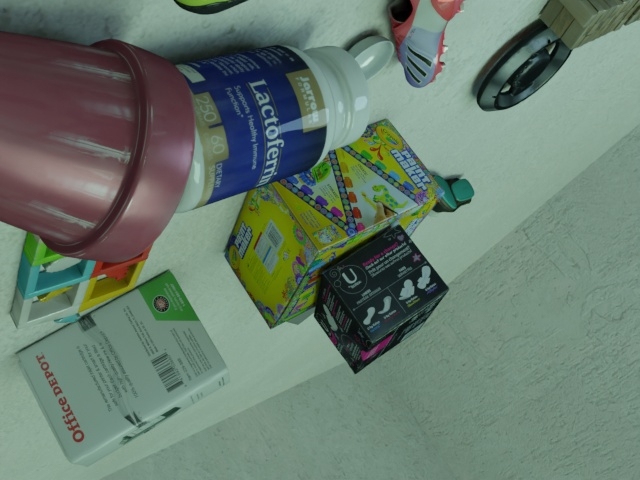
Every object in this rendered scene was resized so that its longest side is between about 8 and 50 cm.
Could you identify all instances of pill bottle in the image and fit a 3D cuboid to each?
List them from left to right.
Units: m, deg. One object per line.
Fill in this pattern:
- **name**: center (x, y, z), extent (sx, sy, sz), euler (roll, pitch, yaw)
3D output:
- **pill bottle**: center (-0.078, -0.138, 0.811), extent (0.264, 0.153, 0.153), euler (-23, 160, -35)

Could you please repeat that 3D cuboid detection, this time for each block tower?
- **block tower**: center (0.535, -0.438, 1.255), extent (0.335, 0.091, 0.097), euler (-25, 160, -27)

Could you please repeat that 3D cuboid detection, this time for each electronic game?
- **electronic game**: center (0.393, -0.331, 1.354), extent (0.229, 0.048, 0.229), euler (-31, 161, -12)

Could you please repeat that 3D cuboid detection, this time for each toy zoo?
- **toy zoo**: center (-0.337, 0.039, 1.023), extent (0.192, 0.030, 0.293), euler (-21, 159, -38)

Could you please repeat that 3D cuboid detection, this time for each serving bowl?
- **serving bowl**: center (0.059, -0.251, 0.976), extent (0.083, 0.027, 0.083), euler (-31, 163, -11)

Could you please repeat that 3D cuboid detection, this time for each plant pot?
- **plant pot**: center (-0.237, -0.090, 0.608), extent (0.201, 0.201, 0.180), euler (-43, 147, 26)

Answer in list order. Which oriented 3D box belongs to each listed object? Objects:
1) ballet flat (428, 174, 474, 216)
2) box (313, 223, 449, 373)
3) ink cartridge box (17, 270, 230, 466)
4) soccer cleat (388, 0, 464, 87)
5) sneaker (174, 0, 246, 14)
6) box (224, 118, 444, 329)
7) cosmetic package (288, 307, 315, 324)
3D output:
- **ballet flat**: center (0.296, -0.102, 1.742), extent (0.096, 0.095, 0.280), euler (-29, 167, 27)
- **box**: center (0.095, 0.106, 1.222), extent (0.163, 0.142, 0.247), euler (-32, 164, -15)
- **ink cartridge box**: center (-0.332, 0.221, 1.228), extent (0.289, 0.211, 0.121), euler (-29, 164, -15)
- **soccer cleat**: center (0.130, -0.286, 0.959), extent (0.095, 0.083, 0.248), euler (-2, 164, -4)
- **sneaker**: center (-0.040, -0.278, 0.616), extent (0.234, 0.084, 0.097), euler (-33, 162, -6)
- **box**: center (0.015, -0.025, 1.259), extent (0.279, 0.177, 0.290), euler (-24, 160, -31)
- **cosmetic package**: center (-0.064, 0.113, 1.625), extent (0.127, 0.107, 0.238), euler (-39, 160, 6)
